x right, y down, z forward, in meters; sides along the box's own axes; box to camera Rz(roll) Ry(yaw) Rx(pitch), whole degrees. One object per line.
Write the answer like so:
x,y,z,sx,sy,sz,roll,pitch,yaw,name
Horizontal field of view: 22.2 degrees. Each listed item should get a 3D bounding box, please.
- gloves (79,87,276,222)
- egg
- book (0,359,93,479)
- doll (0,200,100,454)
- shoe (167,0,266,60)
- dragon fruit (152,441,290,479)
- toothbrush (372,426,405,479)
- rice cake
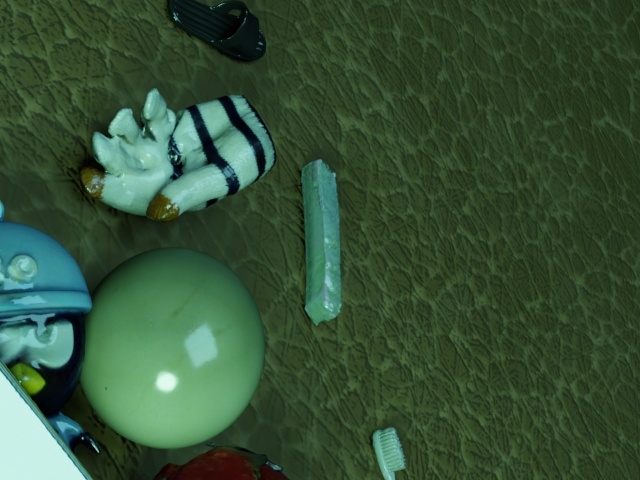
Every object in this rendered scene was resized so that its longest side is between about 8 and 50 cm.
-0.164,-0.088,1.777,0.218,0.131,0.140,-20,86,-22,gloves
-0.146,0.101,1.607,0.186,0.186,0.242,48,20,-19,egg
-0.307,0.215,1.392,0.191,0.025,0.269,-37,102,-7,book
-0.287,0.109,1.479,0.177,0.141,0.314,-6,78,-25,doll
-0.114,-0.265,1.981,0.159,0.053,0.062,17,53,-40,shoe
-0.090,0.295,1.580,0.192,0.193,0.274,42,34,16,dragon fruit
0.114,0.365,1.893,0.025,0.029,0.307,6,64,-56,toothbrush
0.000,0.000,1.963,0.034,0.043,0.211,19,55,-34,rice cake
